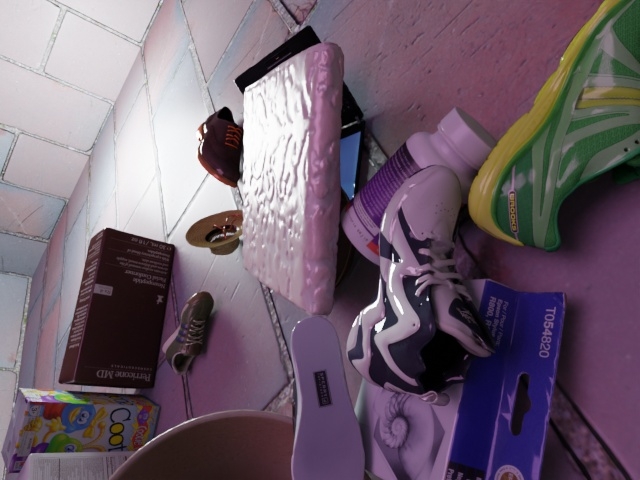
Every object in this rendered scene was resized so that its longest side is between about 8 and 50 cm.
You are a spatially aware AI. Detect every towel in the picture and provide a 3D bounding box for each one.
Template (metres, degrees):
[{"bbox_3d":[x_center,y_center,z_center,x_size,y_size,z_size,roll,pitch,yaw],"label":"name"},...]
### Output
[{"bbox_3d":[-0.052,-0.087,0.716,0.317,0.053,0.332,-164,73,-65],"label":"towel"}]

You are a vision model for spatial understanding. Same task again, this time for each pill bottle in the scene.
[{"bbox_3d":[0.123,-0.063,0.586,0.193,0.108,0.108,-47,44,30],"label":"pill bottle"}]

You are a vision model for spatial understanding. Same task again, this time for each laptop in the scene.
[{"bbox_3d":[-0.053,-0.180,0.831,0.234,0.264,0.136,-10,31,49],"label":"laptop"}]

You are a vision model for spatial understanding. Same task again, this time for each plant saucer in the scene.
[{"bbox_3d":[0.000,0.000,0.761,0.198,0.036,0.199,-16,69,51],"label":"plant saucer"}]

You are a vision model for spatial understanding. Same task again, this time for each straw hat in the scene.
[{"bbox_3d":[-0.204,-0.003,1.004,0.144,0.144,0.061,45,152,50],"label":"straw hat"}]

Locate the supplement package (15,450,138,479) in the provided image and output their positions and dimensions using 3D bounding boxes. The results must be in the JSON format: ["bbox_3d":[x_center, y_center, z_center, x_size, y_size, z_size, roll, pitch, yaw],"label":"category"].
[{"bbox_3d":[-0.459,0.558,0.934,0.199,0.262,0.198,-55,41,22],"label":"supplement package"}]

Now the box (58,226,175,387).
[{"bbox_3d":[-0.513,0.176,1.222,0.143,0.191,0.382,-18,62,47],"label":"box"}]

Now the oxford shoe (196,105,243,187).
[{"bbox_3d":[-0.226,-0.225,1.108,0.098,0.096,0.271,-46,43,21],"label":"oxford shoe"}]

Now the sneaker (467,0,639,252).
[{"bbox_3d":[0.267,-0.117,0.454,0.123,0.109,0.296,38,103,23],"label":"sneaker"}]

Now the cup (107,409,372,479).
[{"bbox_3d":[-0.095,0.404,0.541,0.331,0.331,0.237,-120,30,-45],"label":"cup"}]

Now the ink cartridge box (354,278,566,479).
[{"bbox_3d":[0.126,0.149,0.499,0.224,0.045,0.223,-10,59,58],"label":"ink cartridge box"}]

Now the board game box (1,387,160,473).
[{"bbox_3d":[-0.530,0.421,1.070,0.144,0.275,0.142,-4,72,51],"label":"board game box"}]

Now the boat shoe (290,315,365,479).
[{"bbox_3d":[0.000,0.205,0.557,0.076,0.080,0.229,88,172,-60],"label":"boat shoe"}]

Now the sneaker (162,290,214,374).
[{"bbox_3d":[-0.271,0.205,1.017,0.192,0.064,0.086,-55,48,22],"label":"sneaker"}]

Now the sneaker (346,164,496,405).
[{"bbox_3d":[0.116,0.044,0.454,0.153,0.094,0.235,19,84,61],"label":"sneaker"}]
